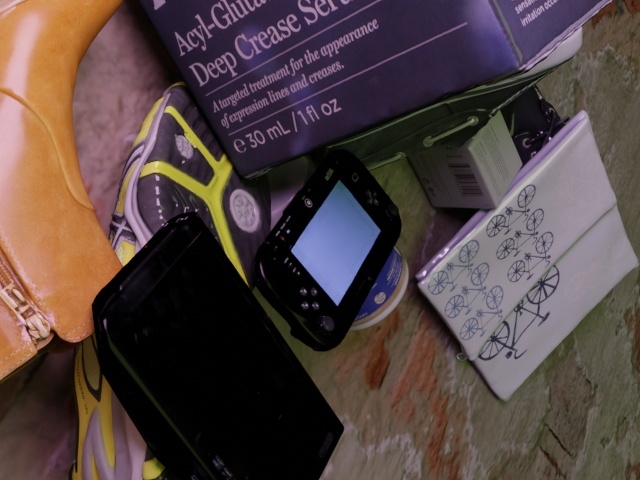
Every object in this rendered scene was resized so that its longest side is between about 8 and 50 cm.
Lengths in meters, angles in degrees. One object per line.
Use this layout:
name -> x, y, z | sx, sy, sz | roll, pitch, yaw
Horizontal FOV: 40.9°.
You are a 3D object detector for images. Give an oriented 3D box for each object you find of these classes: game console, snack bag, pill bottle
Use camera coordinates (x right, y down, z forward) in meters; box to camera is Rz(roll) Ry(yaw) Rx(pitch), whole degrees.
game console -> -0.027, 0.037, 0.676 | 0.213, 0.044, 0.361 | 58, 38, -21
snack bag -> 0.301, 0.045, 1.179 | 0.323, 0.037, 0.342 | -44, 132, -10
pill bottle -> 0.000, 0.000, 0.864 | 0.186, 0.112, 0.112 | 47, 58, -39

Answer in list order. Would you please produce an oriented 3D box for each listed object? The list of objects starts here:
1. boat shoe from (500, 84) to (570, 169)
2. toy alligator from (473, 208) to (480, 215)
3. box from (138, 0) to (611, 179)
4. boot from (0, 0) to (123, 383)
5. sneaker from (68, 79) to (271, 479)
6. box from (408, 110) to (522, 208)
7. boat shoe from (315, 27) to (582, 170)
boat shoe -> 0.303, -0.128, 1.188 | 0.127, 0.113, 0.340 | -46, 130, -23
toy alligator -> 0.239, -0.047, 1.189 | 0.051, 0.056, 0.189 | -99, 173, -70
box -> -0.005, -0.287, 0.632 | 0.212, 0.294, 0.395 | -40, 106, -39
boot -> -0.191, -0.042, 0.594 | 0.211, 0.104, 0.295 | 49, 64, -7
sneaker -> -0.137, 0.035, 0.700 | 0.145, 0.147, 0.384 | 34, 49, -42
box -> 0.179, -0.105, 1.072 | 0.087, 0.102, 0.101 | -54, 129, -29
boat shoe -> 0.132, -0.147, 0.907 | 0.108, 0.301, 0.102 | -108, 174, -52
